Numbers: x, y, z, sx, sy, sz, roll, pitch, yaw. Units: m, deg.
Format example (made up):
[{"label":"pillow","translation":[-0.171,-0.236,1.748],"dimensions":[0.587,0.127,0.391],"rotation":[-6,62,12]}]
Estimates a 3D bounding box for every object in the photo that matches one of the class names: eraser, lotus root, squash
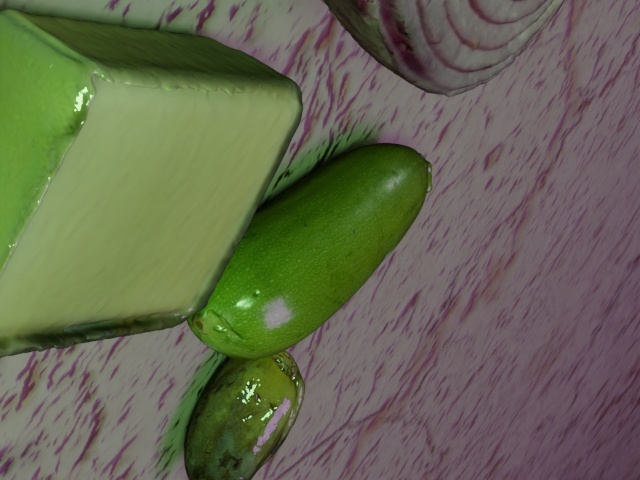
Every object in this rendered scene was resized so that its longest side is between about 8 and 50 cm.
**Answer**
[{"label":"eraser","translation":[-0.083,-0.021,0.677],"dimensions":[0.117,0.058,0.172],"rotation":[-63,160,14]},{"label":"lotus root","translation":[-0.045,0.100,0.956],"dimensions":[0.099,0.049,0.054],"rotation":[-63,168,11]},{"label":"squash","translation":[0.000,0.000,0.898],"dimensions":[0.201,0.066,0.066],"rotation":[-38,152,-50]}]

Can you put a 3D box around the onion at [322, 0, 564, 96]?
[{"label":"onion","translation":[0.056,-0.181,0.673],"dimensions":[0.227,0.120,0.283],"rotation":[-57,163,4]}]
